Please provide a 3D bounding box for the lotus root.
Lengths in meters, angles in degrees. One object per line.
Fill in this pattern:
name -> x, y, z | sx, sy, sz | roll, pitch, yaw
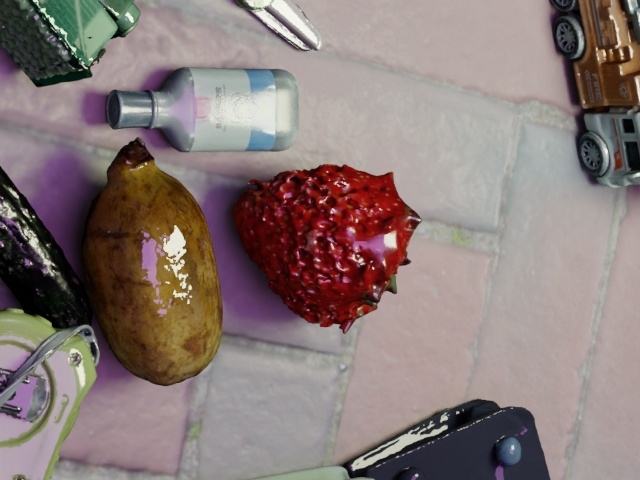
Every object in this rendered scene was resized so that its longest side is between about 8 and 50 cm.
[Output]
lotus root -> -0.173, 0.023, 1.897 | 0.145, 0.128, 0.260 | -30, 114, -58

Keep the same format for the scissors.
scissors -> -0.074, -0.271, 1.986 | 0.204, 0.027, 0.101 | 41, 76, -23

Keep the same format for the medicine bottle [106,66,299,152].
medicine bottle -> -0.122, -0.138, 1.956 | 0.208, 0.054, 0.090 | -2, 95, -28

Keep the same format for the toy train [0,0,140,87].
toy train -> -0.283, -0.287, 1.815 | 0.269, 0.115, 0.154 | 53, 53, -28

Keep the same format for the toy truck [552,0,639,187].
toy truck -> 0.388, -0.194, 2.154 | 0.133, 0.184, 0.338 | -18, 103, -25

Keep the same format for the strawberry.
strawberry -> 0.000, 0.000, 1.977 | 0.201, 0.187, 0.184 | 21, 109, -1

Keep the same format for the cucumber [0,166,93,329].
cucumber -> -0.319, -0.015, 1.850 | 0.303, 0.081, 0.072 | 52, 48, -22

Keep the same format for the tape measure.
tape measure -> -0.314, 0.156, 1.838 | 0.175, 0.106, 0.200 | 26, 86, -11

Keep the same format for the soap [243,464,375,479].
soap -> -0.103, 0.373, 1.978 | 0.347, 0.115, 0.208 | -7, 97, -28

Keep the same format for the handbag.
handbag -> 0.161, 0.371, 2.126 | 0.269, 0.118, 0.325 | -24, 103, -24
